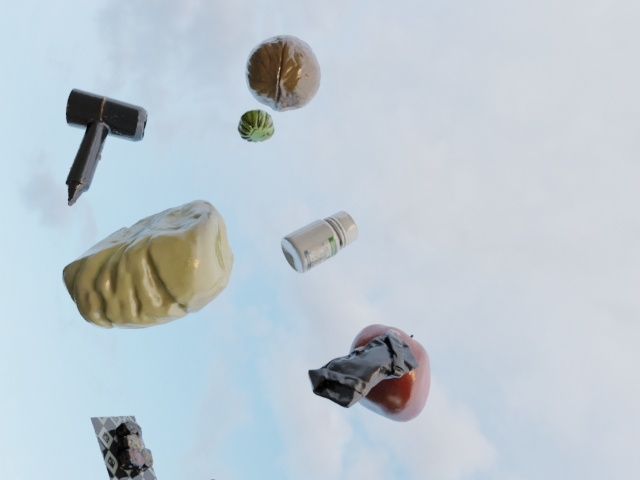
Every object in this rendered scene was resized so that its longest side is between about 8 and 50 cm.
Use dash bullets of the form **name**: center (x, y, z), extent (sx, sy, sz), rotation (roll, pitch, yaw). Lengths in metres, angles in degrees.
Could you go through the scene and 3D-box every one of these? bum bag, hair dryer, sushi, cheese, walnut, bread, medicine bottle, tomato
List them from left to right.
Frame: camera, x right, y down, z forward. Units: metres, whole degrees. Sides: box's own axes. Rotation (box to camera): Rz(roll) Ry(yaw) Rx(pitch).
- **hair dryer**: center (-0.573, -0.229, 1.048), extent (0.107, 0.189, 0.352), rotation (130, -36, -54)
- **sushi**: center (-0.513, 0.574, 1.118), extent (0.047, 0.231, 0.219), rotation (-30, -111, -7)
- **cheese**: center (-0.233, 0.029, 0.572), extent (0.214, 0.226, 0.117), rotation (-17, -67, -4)
- **bread**: center (-0.216, -0.385, 1.384), extent (0.139, 0.130, 0.071), rotation (121, -42, -62)
- **walnut**: center (-0.081, -0.372, 0.909), extent (0.168, 0.207, 0.167), rotation (2, -57, 4)
- **medicine bottle**: center (0.000, 0.000, 1.327), extent (0.139, 0.237, 0.139), rotation (41, -33, 35)
- **bum bag**: center (0.115, 0.316, 1.005), extent (0.137, 0.310, 0.074), rotation (36, -46, 45)
- **tomato**: center (0.243, 0.463, 1.430), extent (0.293, 0.325, 0.289), rotation (19, -122, 26)

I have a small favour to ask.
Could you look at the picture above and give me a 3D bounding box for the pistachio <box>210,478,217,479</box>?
- **pistachio**: center (-0.283, 0.794, 1.210), extent (0.173, 0.049, 0.089), rotation (36, -47, 22)
